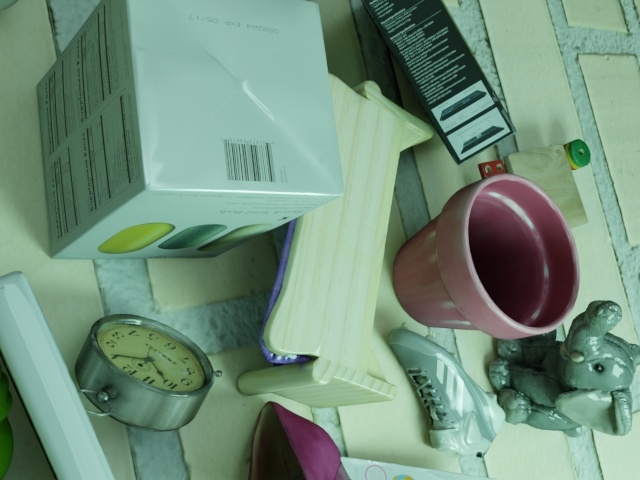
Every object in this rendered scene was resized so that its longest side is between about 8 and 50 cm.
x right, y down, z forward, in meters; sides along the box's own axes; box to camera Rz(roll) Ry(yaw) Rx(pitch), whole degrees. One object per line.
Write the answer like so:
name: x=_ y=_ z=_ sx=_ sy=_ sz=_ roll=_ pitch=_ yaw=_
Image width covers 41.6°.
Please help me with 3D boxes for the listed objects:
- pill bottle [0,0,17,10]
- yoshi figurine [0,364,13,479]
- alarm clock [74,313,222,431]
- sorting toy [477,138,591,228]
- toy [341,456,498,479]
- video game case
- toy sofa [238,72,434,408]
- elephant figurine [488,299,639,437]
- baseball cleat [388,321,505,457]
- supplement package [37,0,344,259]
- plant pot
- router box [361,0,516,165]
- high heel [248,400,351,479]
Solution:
pill bottle: x=-0.350 y=-0.360 z=0.848 sx=0.131 sy=0.131 sz=0.229 roll=14 pitch=69 yaw=-31
yoshi figurine: x=-0.342 y=0.151 z=0.628 sx=0.203 sy=0.203 sz=0.362 roll=-60 pitch=154 yaw=-25
alarm clock: x=-0.179 y=0.133 z=0.809 sx=0.129 sy=0.064 sz=0.192 roll=32 pitch=13 yaw=11
sorting toy: x=0.327 y=-0.070 z=1.284 sx=0.274 sy=0.046 sz=0.132 roll=-15 pitch=85 yaw=-37
toy: x=0.102 y=0.339 z=0.990 sx=0.237 sy=0.056 sz=0.137 roll=10 pitch=56 yaw=-14
video game case: x=-0.195 y=0.194 z=0.687 sx=0.036 sy=0.300 sz=0.329 roll=-24 pitch=91 yaw=-22
toy sofa: x=0.000 y=0.000 z=0.970 sx=0.177 sy=0.150 sz=0.363 roll=24 pitch=64 yaw=-31
elephant figurine: x=0.352 y=0.177 z=1.107 sx=0.186 sy=0.239 sz=0.169 roll=1 pitch=75 yaw=-35
baseball cleat: x=0.153 y=0.200 z=1.069 sx=0.206 sy=0.072 sz=0.109 roll=40 pitch=64 yaw=-14
supplement package: x=-0.140 y=-0.104 z=0.834 sx=0.199 sy=0.262 sz=0.198 roll=0 pitch=77 yaw=-34
plant pot: x=0.197 y=0.034 z=1.079 sx=0.201 sy=0.180 sz=0.201 roll=11 pitch=70 yaw=-31
router box: x=0.144 y=-0.233 z=1.075 sx=0.243 sy=0.081 sz=0.309 roll=58 pitch=12 yaw=-7
high heel: x=-0.061 y=0.258 z=0.781 sx=0.181 sy=0.127 sz=0.377 roll=48 pitch=8 yaw=12
